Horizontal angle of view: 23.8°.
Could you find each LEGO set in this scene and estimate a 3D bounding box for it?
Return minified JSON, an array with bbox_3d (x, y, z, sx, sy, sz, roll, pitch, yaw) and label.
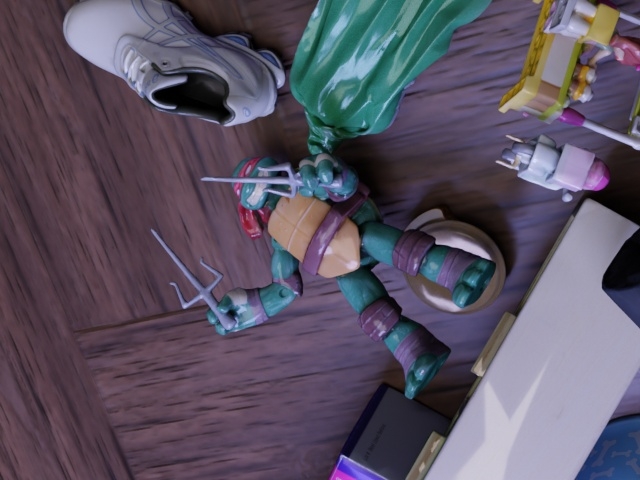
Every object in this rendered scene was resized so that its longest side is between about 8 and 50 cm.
[{"bbox_3d":[0.206,-0.158,0.943,0.107,0.132,0.287,21,97,-8],"label":"LEGO set"}]

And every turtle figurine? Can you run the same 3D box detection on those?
[{"bbox_3d":[0.000,0.000,1.073,0.234,0.118,0.175,32,133,14],"label":"turtle figurine"}]

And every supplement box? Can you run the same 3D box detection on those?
[{"bbox_3d":[0.040,0.244,1.185,0.114,0.111,0.220,28,121,6],"label":"supplement box"}]

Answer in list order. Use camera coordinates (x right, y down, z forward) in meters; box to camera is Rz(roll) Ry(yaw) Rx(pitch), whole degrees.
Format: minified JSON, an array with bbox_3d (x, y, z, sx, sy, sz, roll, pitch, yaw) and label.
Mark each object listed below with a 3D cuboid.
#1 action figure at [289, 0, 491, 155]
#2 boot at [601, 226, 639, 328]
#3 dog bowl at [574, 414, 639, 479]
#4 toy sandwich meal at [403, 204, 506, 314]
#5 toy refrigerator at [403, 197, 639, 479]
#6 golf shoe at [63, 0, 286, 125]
[{"bbox_3d":[0.044,-0.153,1.028,0.137,0.063,0.232,31,117,3],"label":"action figure"},{"bbox_3d":[0.320,0.171,0.956,0.367,0.146,0.445,-37,113,11],"label":"boot"},{"bbox_3d":[0.207,0.260,1.150,0.166,0.074,0.297,43,122,-2],"label":"dog bowl"},{"bbox_3d":[0.096,0.015,1.107,0.085,0.029,0.086,8,119,15],"label":"toy sandwich meal"},{"bbox_3d":[0.143,0.107,1.024,0.094,0.102,0.269,29,94,6],"label":"toy refrigerator"},{"bbox_3d":[-0.116,-0.130,1.088,0.176,0.086,0.069,18,120,14],"label":"golf shoe"}]
